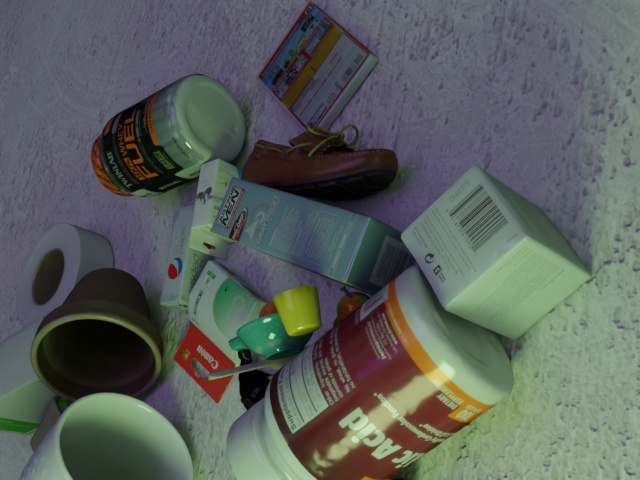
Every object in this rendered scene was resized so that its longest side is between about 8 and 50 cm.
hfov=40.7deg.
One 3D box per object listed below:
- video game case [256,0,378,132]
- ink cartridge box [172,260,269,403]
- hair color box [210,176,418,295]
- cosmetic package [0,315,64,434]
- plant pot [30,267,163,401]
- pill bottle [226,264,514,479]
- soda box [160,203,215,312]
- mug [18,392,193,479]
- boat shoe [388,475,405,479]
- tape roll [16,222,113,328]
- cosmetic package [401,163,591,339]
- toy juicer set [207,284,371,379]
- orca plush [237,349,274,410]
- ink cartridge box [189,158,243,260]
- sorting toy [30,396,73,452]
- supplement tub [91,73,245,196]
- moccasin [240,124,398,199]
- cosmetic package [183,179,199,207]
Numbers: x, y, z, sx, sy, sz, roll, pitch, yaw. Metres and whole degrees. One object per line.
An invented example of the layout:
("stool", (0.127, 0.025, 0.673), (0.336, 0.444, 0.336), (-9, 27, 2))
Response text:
("video game case", (-0.015, -0.350, 1.766), (0.204, 0.025, 0.285), (-53, 43, 15))
("ink cartridge box", (-0.210, 0.176, 1.694), (0.181, 0.056, 0.224), (35, 96, 43))
("hair color box", (0.000, 0.000, 1.467), (0.375, 0.185, 0.113), (18, 86, 48))
("cosmetic package", (-0.663, 0.318, 1.999), (0.366, 0.197, 0.155), (-28, 54, 36))
("plant pot", (-0.464, 0.184, 1.842), (0.263, 0.263, 0.229), (-44, 29, 23))
("pill bottle", (0.061, 0.234, 1.255), (0.392, 0.224, 0.224), (-41, 47, 22))
("soda box", (-0.273, 0.038, 1.815), (0.069, 0.074, 0.216), (-11, 65, 43))
("mug", (-0.408, 0.529, 1.611), (0.374, 0.276, 0.328), (49, 118, 17))
("boat shoe", (0.055, 0.434, 1.290), (0.073, 0.080, 0.223), (41, 107, 42))
("tape roll", (-0.634, 0.101, 2.139), (0.286, 0.100, 0.286), (-22, 58, 39))
("cosmetic package", (0.244, 0.020, 1.207), (0.151, 0.184, 0.151), (-45, 45, 20))
("toy juicer set", (-0.039, 0.141, 1.421), (0.329, 0.209, 0.089), (-40, 61, 51))
("orca plush", (-0.092, 0.264, 1.503), (0.151, 0.102, 0.287), (-54, 43, 13))
("ink cartridge box", (-0.199, -0.061, 1.762), (0.062, 0.104, 0.181), (-12, 65, 43))
("sorting toy", (-0.569, 0.470, 1.907), (0.347, 0.047, 0.196), (-53, 57, 36))
("supplement tub", (-0.345, -0.218, 1.909), (0.338, 0.207, 0.207), (-19, 59, 40))
("moccasin", (-0.004, -0.150, 1.593), (0.380, 0.139, 0.146), (4, 83, 56))
("cosmetic package", (-0.245, -0.103, 1.876), (0.115, 0.041, 0.060), (-18, 59, 40))
